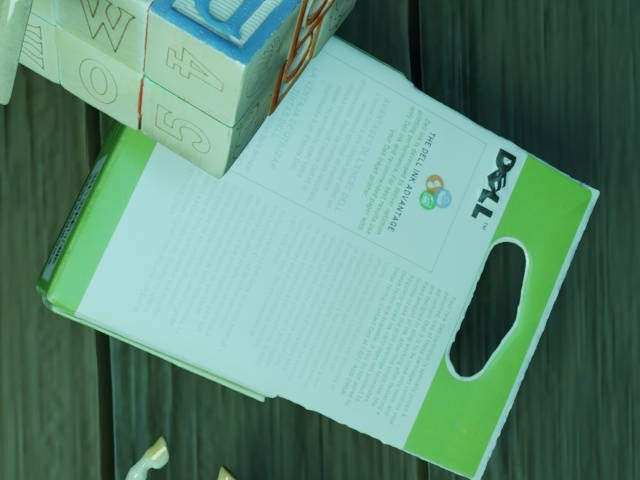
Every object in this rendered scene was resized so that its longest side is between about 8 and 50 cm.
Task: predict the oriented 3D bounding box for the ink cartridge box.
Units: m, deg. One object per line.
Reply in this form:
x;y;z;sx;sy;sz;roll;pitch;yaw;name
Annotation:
0.000;0.000;0.555;0.255;0.097;0.188;27;82;-17;ink cartridge box

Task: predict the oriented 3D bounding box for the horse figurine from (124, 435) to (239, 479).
-0.074;0.222;0.542;0.263;0.066;0.174;43;90;-20;horse figurine

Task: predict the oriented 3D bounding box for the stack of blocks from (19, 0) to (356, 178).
-0.120;-0.180;0.447;0.297;0.087;0.171;31;61;5;stack of blocks

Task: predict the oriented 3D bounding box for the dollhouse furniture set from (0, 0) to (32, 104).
-0.232;-0.101;0.300;0.262;0.135;0.259;5;127;-27;dollhouse furniture set
